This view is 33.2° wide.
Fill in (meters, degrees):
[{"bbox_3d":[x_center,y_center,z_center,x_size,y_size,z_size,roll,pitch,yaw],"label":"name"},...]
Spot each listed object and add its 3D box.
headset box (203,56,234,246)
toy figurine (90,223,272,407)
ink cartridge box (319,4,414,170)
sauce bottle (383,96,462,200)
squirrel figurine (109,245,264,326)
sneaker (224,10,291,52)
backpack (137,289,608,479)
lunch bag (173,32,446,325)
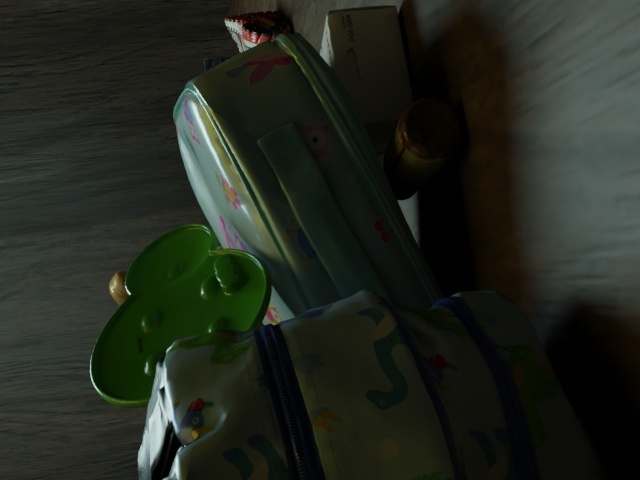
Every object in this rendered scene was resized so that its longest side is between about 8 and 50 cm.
[{"bbox_3d":[-0.113,-0.135,1.745,0.246,0.131,0.283,102,161,-68],"label":"headset box"},{"bbox_3d":[-0.059,0.094,0.728,0.159,0.130,0.173,58,-175,-33],"label":"toy figurine"},{"bbox_3d":[0.033,-0.112,0.854,0.135,0.056,0.099,108,155,-75],"label":"ink cartridge box"},{"bbox_3d":[0.063,-0.057,0.719,0.128,0.042,0.042,118,145,-77],"label":"sauce bottle"},{"bbox_3d":[-0.070,0.207,1.442,0.397,0.281,0.370,70,175,-47],"label":"squirrel figurine"},{"bbox_3d":[-0.094,-0.292,1.618,0.225,0.088,0.092,-112,16,-67],"label":"sneaker"},{"bbox_3d":[0.023,0.184,0.557,0.290,0.273,0.355,-101,-14,-49],"label":"backpack"},{"bbox_3d":[0.000,0.000,0.765,0.279,0.108,0.224,62,168,-2],"label":"lunch bag"}]
